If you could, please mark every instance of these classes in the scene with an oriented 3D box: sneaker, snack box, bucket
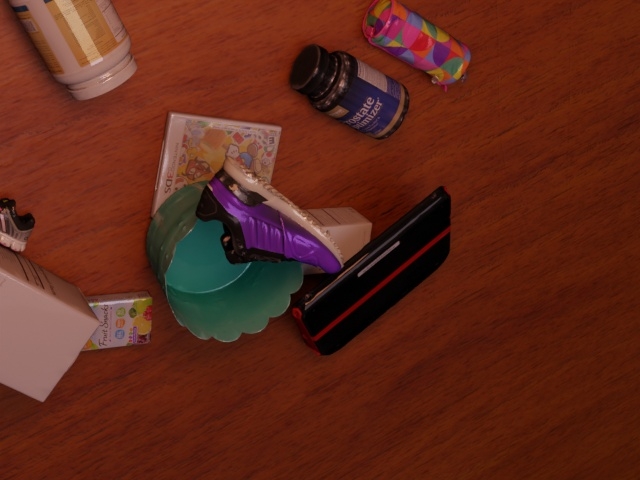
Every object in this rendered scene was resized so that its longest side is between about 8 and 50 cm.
[{"bbox_3d":[-0.095,-0.008,1.556,0.293,0.102,0.146,39,93,-28],"label":"sneaker"},{"bbox_3d":[-0.396,0.154,1.745,0.141,0.037,0.100,-4,111,-26],"label":"snack box"},{"bbox_3d":[-0.561,-0.049,1.559,0.170,0.063,0.075,36,92,-39],"label":"sneaker"},{"bbox_3d":[-0.182,0.028,1.687,0.281,0.183,0.281,-11,116,-23],"label":"bucket"}]

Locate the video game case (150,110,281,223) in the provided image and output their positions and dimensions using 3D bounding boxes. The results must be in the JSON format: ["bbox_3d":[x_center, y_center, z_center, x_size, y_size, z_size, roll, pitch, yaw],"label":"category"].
[{"bbox_3d":[-0.198,-0.132,1.736,0.227,0.026,0.206,3,109,-29],"label":"video game case"}]

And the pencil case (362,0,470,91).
[{"bbox_3d":[0.192,-0.387,1.793,0.236,0.104,0.104,25,97,-32],"label":"pencil case"}]

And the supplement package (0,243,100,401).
[{"bbox_3d":[-0.561,0.114,1.558,0.293,0.175,0.177,37,90,-34],"label":"supplement package"}]

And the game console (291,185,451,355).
[{"bbox_3d":[0.113,0.071,1.862,0.386,0.060,0.342,-39,157,-9],"label":"game console"}]

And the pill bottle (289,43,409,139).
[{"bbox_3d":[0.054,-0.288,1.745,0.219,0.123,0.123,22,99,-33],"label":"pill bottle"}]

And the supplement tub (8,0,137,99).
[{"bbox_3d":[-0.396,-0.344,1.471,0.144,0.144,0.200,-32,122,-12],"label":"supplement tub"}]

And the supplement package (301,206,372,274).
[{"bbox_3d":[0.000,0.000,1.848,0.179,0.105,0.105,-5,115,-26],"label":"supplement package"}]
